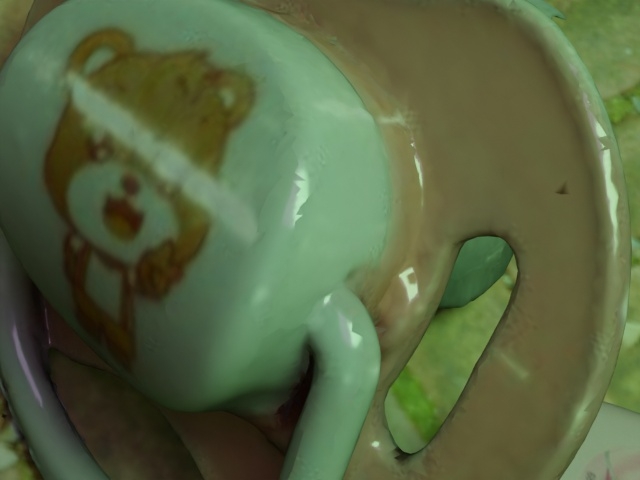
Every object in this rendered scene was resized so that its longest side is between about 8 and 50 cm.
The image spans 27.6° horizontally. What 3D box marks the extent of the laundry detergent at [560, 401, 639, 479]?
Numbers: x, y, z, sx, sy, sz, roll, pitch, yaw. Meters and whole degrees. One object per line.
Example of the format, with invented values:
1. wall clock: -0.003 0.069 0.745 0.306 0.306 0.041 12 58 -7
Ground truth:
1. laundry detergent: 0.203 0.181 0.555 0.335 0.088 0.159 23 70 -2

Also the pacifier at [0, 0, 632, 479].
1. pacifier: -0.012 -0.015 0.531 0.273 0.220 0.332 -33 51 -27
